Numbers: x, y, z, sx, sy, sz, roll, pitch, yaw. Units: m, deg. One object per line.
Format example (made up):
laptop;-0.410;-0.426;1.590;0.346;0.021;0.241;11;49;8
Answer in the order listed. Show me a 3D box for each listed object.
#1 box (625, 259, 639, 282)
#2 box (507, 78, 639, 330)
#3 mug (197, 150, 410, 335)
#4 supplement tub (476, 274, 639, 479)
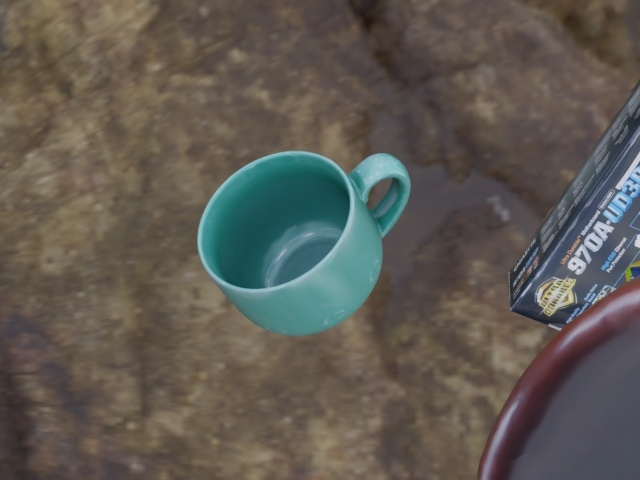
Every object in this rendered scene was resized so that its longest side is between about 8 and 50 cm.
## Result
box;0.138;0.082;0.552;0.054;0.059;0.169;-11;91;-24
box;0.261;-0.007;1.395;0.175;0.220;0.051;20;37;-13
mug;-0.005;0.008;1.508;0.097;0.158;0.129;55;37;-50
supplement tub;0.107;0.050;0.408;0.198;0.106;0.106;-5;87;-68
